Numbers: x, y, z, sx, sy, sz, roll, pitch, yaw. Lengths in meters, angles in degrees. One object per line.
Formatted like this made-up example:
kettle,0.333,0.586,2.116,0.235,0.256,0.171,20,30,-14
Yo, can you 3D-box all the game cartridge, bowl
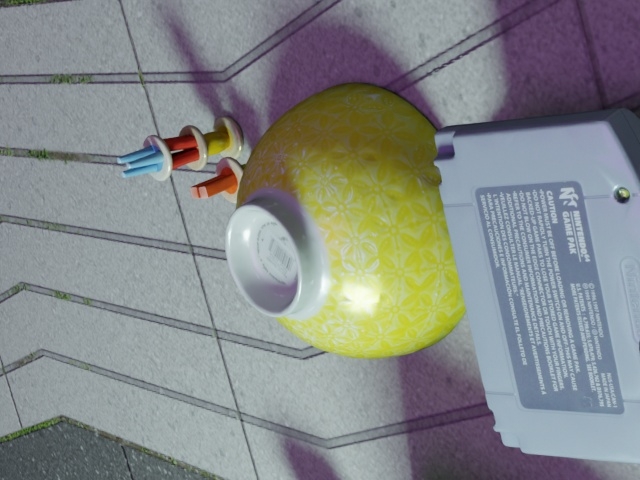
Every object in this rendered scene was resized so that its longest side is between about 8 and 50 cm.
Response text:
game cartridge,0.208,0.040,1.002,0.196,0.060,0.294,0,110,44
bowl,0.000,0.000,1.219,0.289,0.156,0.289,23,123,42

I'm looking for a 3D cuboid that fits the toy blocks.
toy blocks,-0.136,-0.080,1.350,0.123,0.148,0.054,40,134,32
